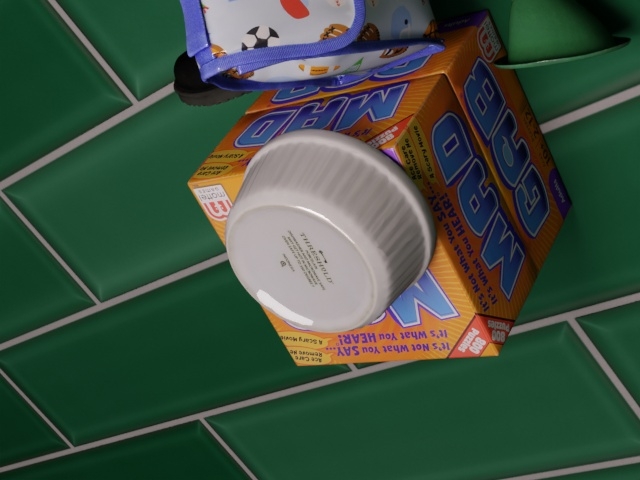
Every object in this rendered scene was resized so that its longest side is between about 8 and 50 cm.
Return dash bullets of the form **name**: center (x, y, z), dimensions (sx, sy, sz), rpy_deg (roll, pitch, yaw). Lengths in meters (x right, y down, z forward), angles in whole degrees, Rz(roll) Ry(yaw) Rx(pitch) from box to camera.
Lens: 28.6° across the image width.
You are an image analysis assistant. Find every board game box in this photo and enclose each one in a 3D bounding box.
- **board game box**: center (0.101, -0.069, 1.848), dimensions (0.356, 0.356, 0.356), rpy_deg (-7, 123, 37)

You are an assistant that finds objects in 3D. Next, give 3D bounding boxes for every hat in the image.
- **hat**: center (0.294, -0.333, 1.659), dimensions (0.209, 0.173, 0.183), rpy_deg (-10, 103, 7)

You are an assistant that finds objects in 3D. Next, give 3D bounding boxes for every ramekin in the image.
- **ramekin**: center (0.000, 0.000, 1.613), dimensions (0.273, 0.127, 0.272), rpy_deg (18, 135, 18)

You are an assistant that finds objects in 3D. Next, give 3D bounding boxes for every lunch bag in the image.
- **lunch bag**: center (-0.043, -0.362, 1.574), dimensions (0.239, 0.385, 0.327), rpy_deg (-16, 87, 39)

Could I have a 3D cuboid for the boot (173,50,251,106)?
- **boot**: center (-0.146, -0.359, 1.907), dimensions (0.348, 0.131, 0.260), rpy_deg (-8, 119, 44)
